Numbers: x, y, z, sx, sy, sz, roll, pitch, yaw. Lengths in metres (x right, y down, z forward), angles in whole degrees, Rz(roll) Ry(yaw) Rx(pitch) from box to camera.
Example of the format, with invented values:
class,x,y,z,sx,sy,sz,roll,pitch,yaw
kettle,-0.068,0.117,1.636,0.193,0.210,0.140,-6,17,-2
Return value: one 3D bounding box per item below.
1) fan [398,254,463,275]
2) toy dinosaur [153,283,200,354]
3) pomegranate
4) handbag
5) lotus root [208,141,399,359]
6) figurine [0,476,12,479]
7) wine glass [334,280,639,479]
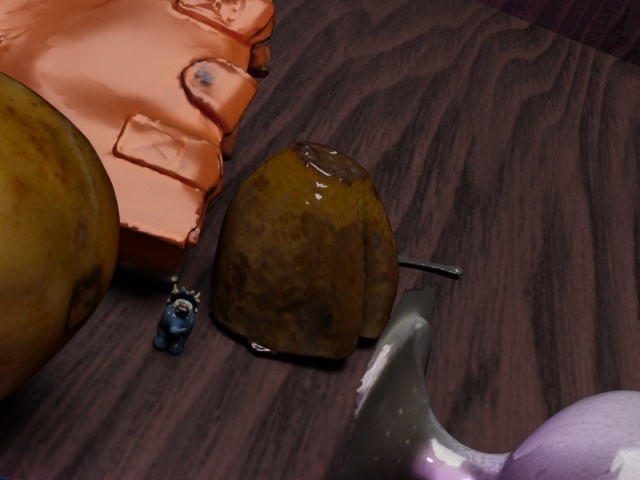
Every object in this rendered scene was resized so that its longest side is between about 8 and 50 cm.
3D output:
class,x,y,z,sx,sy,sz,roll,pitch,yaw
fan,0.065,0.015,1.384,0.220,0.009,0.132,13,30,-16
toy dinosaur,-0.129,0.070,1.084,0.030,0.047,0.083,20,25,-8
pomegranate,-0.289,0.000,0.849,0.307,0.307,0.307,17,26,-9
handbag,-0.214,-0.173,1.226,0.303,0.116,0.410,18,55,-4
lotus root,0.000,0.000,1.176,0.199,0.180,0.188,14,23,-15
figurine,-0.231,0.208,0.740,0.077,0.079,0.136,15,50,-21
wine glass,0.175,0.198,0.870,0.323,0.238,0.238,24,26,16
